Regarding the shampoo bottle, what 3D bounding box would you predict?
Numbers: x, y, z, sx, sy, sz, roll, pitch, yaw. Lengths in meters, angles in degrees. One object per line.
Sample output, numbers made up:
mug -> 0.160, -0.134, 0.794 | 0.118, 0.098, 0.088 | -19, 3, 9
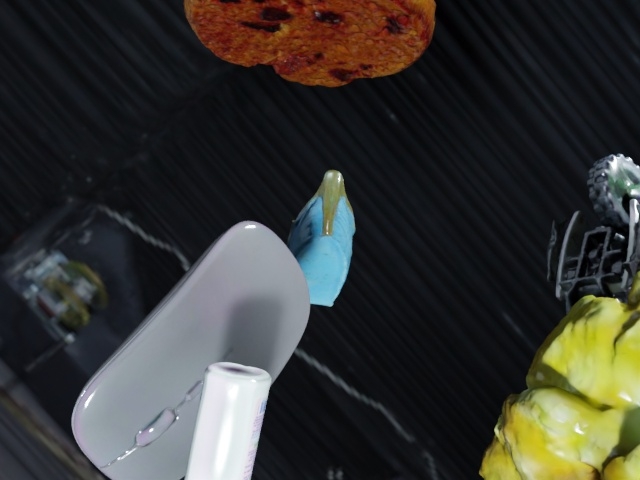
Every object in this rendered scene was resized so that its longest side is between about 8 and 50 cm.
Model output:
shampoo bottle -> -0.062, 0.132, 0.699 | 0.072, 0.043, 0.099 | 18, 84, -86

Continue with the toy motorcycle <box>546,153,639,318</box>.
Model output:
toy motorcycle -> 0.364, 0.059, 1.283 | 0.143, 0.188, 0.327 | -15, -136, 43

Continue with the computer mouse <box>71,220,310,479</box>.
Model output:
computer mouse -> -0.092, 0.089, 0.841 | 0.057, 0.120, 0.232 | 7, -131, 52

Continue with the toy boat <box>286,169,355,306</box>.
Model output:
toy boat -> 0.000, 0.000, 1.209 | 0.185, 0.075, 0.077 | 100, -6, -56

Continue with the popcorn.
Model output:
popcorn -> 0.258, 0.169, 0.752 | 0.247, 0.282, 0.282 | -26, -175, -8

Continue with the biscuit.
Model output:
biscuit -> -0.010, -0.171, 0.802 | 0.192, 0.192, 0.049 | -28, -128, 60
